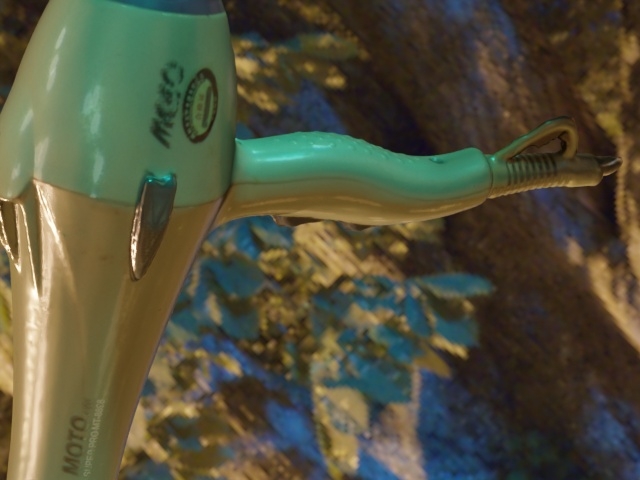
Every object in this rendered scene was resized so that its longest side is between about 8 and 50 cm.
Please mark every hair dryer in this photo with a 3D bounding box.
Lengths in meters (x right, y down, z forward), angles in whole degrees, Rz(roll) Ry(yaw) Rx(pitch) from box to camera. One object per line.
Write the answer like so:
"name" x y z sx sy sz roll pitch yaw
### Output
"hair dryer" -0.015 0.015 0.431 0.199 0.067 0.167 16 -73 -34
